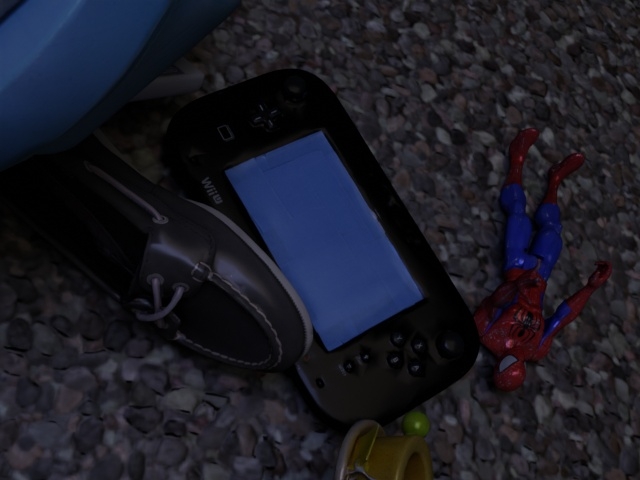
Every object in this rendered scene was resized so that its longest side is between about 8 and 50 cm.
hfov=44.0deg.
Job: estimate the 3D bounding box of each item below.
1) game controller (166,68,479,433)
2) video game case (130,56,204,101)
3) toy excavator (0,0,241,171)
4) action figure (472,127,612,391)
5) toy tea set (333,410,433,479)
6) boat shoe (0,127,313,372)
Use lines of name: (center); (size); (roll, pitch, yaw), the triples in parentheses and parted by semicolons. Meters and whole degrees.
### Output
game controller: (0.000, 0.000, 0.675); (0.166, 0.067, 0.319); (-24, 76, -32)
video game case: (-0.214, -0.169, 0.618); (0.183, 0.023, 0.201); (40, 29, 12)
toy excavator: (-0.152, -0.186, 0.492); (0.445, 0.222, 0.432); (35, 23, -56)
action figure: (0.212, 0.003, 0.732); (0.092, 0.139, 0.280); (25, 60, -10)
toy tea set: (0.060, 0.276, 0.464); (0.200, 0.124, 0.336); (64, 35, -37)
boat shoe: (-0.157, -0.007, 0.576); (0.335, 0.112, 0.095); (42, 42, 8)
